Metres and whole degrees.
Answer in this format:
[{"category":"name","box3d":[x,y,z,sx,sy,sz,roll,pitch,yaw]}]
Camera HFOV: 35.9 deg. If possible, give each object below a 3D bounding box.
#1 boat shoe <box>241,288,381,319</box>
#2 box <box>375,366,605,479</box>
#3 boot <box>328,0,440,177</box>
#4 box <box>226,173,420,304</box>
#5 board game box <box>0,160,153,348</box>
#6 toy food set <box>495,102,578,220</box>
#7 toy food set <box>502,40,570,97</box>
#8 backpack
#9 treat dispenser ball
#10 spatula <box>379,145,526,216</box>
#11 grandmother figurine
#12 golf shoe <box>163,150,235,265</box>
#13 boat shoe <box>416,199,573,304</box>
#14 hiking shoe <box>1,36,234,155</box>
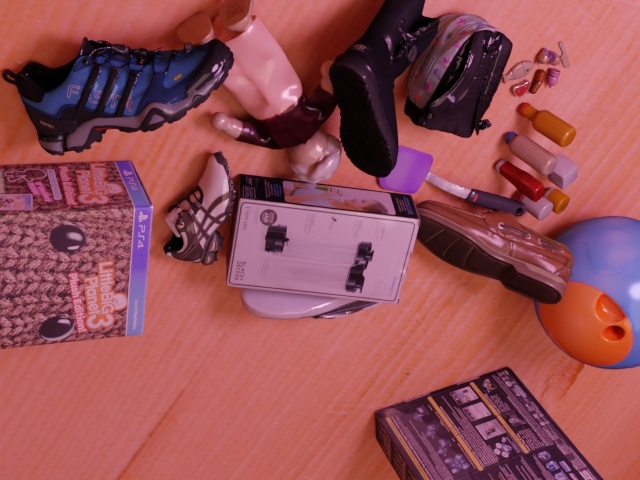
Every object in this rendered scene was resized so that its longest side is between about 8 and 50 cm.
[{"category":"boat shoe","box3d":[0.004,0.092,1.710,0.301,0.108,0.102,-13,145,-24]},{"category":"box","box3d":[0.326,0.436,1.907,0.318,0.395,0.097,-15,127,-17]},{"category":"boot","box3d":[0.111,-0.241,1.492,0.207,0.094,0.246,-52,146,-27]},{"category":"box","box3d":[0.000,0.000,1.598,0.289,0.087,0.169,6,120,-8]},{"category":"board game box","box3d":[-0.407,0.021,1.433,0.291,0.141,0.232,-5,124,-23]},{"category":"toy food set","box3d":[0.382,-0.131,1.762,0.111,0.104,0.232,-41,149,-12]},{"category":"toy food set","box3d":[0.372,-0.282,1.680,0.122,0.019,0.078,-33,130,-1]},{"category":"backpack","box3d":[0.216,-0.264,1.557,0.152,0.115,0.182,3,120,-41]},{"category":"treat dispenser ball","box3d":[0.545,0.098,1.850,0.288,0.288,0.288,-13,126,-18]},{"category":"spatula","box3d":[0.236,-0.090,1.723,0.296,0.030,0.084,18,114,-20]},{"category":"grandmother figurine","box3d":[-0.061,-0.211,1.478,0.207,0.104,0.342,-16,136,20]},{"category":"golf shoe","box3d":[-0.191,-0.047,1.534,0.093,0.077,0.198,1,120,-26]},{"category":"boat shoe","box3d":[0.300,0.001,1.742,0.307,0.111,0.104,29,64,-6]},{"category":"hiking shoe","box3d":[-0.267,-0.215,1.322,0.304,0.113,0.132,-19,124,10]}]
